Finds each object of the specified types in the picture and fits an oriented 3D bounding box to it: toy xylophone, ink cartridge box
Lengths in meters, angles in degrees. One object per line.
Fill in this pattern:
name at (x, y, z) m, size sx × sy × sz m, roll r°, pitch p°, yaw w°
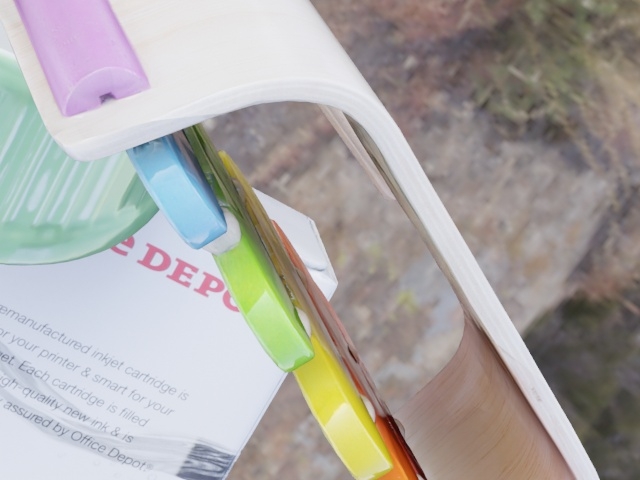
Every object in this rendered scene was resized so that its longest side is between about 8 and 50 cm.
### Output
toy xylophone at (0.000, 0.000, 0.583) m, size 0.081 × 0.236 × 0.323 m, roll -32°, pitch 124°, yaw 2°
ink cartridge box at (-0.208, 0.105, 1.221) m, size 0.285 × 0.166 × 0.395 m, roll 28°, pitch 103°, yaw -15°

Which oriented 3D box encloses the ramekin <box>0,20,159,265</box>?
ramekin at (-0.195, -0.149, 1.011) m, size 0.303 × 0.303 × 0.148 m, roll -12°, pitch 152°, yaw -41°
